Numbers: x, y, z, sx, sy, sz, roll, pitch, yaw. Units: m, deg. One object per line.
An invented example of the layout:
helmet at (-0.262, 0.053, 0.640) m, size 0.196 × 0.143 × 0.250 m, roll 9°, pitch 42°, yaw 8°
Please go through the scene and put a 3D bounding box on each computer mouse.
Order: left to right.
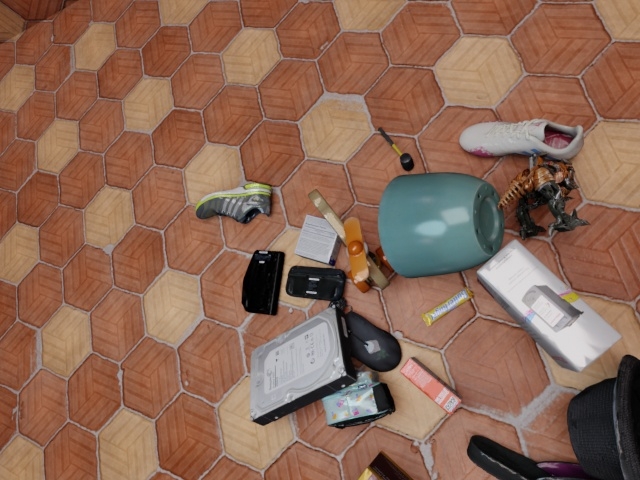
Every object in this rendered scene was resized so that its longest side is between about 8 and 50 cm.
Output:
computer mouse at (0.110, 0.297, 1.262) m, size 0.272 × 0.072 × 0.189 m, roll 25°, pitch 85°, yaw 23°

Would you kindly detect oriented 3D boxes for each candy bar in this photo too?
candy bar at (0.369, 0.191, 1.229) m, size 0.161 × 0.018 × 0.040 m, roll -35°, pitch 69°, yaw 9°

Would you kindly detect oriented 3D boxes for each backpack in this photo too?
backpack at (0.096, 0.443, 1.180) m, size 0.188 × 0.166 × 0.144 m, roll -26°, pitch 69°, yaw 8°

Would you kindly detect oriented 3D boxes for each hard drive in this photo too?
hard drive at (-0.064, 0.361, 1.230) m, size 0.339 × 0.064 × 0.237 m, roll -33°, pitch 38°, yaw 22°

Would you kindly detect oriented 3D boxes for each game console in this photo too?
game console at (-0.094, 0.145, 1.379) m, size 0.361 × 0.044 × 0.213 m, roll 3°, pitch 78°, yaw 23°

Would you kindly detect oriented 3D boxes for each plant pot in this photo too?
plant pot at (0.332, -0.047, 1.111) m, size 0.235 × 0.293 × 0.293 m, roll -5°, pitch 73°, yaw 46°

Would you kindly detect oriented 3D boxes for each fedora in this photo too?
fedora at (0.666, 0.424, 0.959) m, size 0.152 × 0.334 × 0.334 m, roll -20°, pitch 68°, yaw 46°

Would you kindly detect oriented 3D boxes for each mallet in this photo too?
mallet at (0.246, -0.301, 1.388) m, size 0.039 × 0.062 × 0.190 m, roll -34°, pitch 54°, yaw 7°

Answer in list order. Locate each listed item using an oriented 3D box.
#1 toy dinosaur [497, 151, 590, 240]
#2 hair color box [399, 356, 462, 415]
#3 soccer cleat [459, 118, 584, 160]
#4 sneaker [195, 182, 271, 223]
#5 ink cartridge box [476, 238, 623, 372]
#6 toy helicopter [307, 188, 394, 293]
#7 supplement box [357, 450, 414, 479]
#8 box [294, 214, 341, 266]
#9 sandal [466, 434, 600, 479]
toy dinosaur at (0.575, -0.122, 1.128) m, size 0.321 × 0.164 × 0.218 m, roll -16°, pitch 92°, yaw -10°
hair color box at (0.303, 0.395, 1.161) m, size 0.167 × 0.093 × 0.053 m, roll 37°, pitch 91°, yaw 23°
soccer cleat at (0.571, -0.305, 1.213) m, size 0.331 × 0.143 × 0.116 m, roll 10°, pitch 80°, yaw 21°
sneaker at (-0.308, -0.113, 1.490) m, size 0.299 × 0.111 × 0.121 m, roll -14°, pitch 77°, yaw 17°
ink cartridge box at (0.548, 0.162, 1.063) m, size 0.131 × 0.226 × 0.306 m, roll -44°, pitch 69°, yaw 6°
toy helicopter at (0.078, -0.002, 1.222) m, size 0.140 × 0.235 × 0.355 m, roll -39°, pitch 87°, yaw 7°
supplement box at (0.175, 0.677, 1.080) m, size 0.191 × 0.194 × 0.129 m, roll 36°, pitch 90°, yaw 23°
box at (0.000, 0.000, 1.373) m, size 0.126 × 0.072 × 0.137 m, roll 16°, pitch 83°, yaw 21°
sandal at (0.574, 0.568, 0.982) m, size 0.445 × 0.167 × 0.107 m, roll 21°, pitch 93°, yaw 23°
